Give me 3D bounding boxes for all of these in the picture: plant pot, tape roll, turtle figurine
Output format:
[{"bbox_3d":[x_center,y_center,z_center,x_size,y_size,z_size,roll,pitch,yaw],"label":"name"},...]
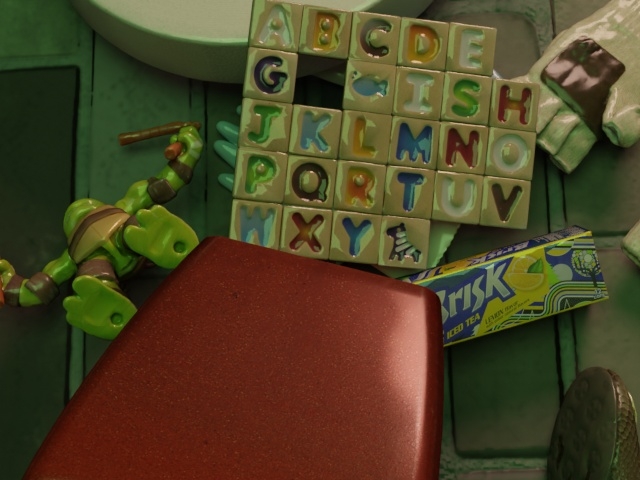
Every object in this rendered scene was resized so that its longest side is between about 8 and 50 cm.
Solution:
[{"bbox_3d":[-0.032,0.154,1.159,0.267,0.267,0.236,13,60,9],"label":"plant pot"},{"bbox_3d":[-0.056,-0.317,1.370,0.391,0.072,0.392,-2,65,5],"label":"tape roll"},{"bbox_3d":[-0.177,0.013,1.261,0.269,0.217,0.087,-35,112,-7],"label":"turtle figurine"}]

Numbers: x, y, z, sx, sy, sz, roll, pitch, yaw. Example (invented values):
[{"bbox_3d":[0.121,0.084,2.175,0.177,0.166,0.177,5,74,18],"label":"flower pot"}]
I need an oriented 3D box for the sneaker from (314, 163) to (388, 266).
[{"bbox_3d":[0.000,0.000,1.291,0.166,0.065,0.076,-36,95,3],"label":"sneaker"}]

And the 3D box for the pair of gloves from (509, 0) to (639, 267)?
[{"bbox_3d":[0.286,-0.095,1.304,0.204,0.042,0.240,-39,78,-14],"label":"pair of gloves"}]

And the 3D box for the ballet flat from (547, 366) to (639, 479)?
[{"bbox_3d":[0.217,0.220,1.207,0.058,0.084,0.250,12,68,-26],"label":"ballet flat"}]

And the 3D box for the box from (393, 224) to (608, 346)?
[{"bbox_3d":[0.136,0.040,1.265,0.168,0.054,0.059,-16,95,-3],"label":"box"}]

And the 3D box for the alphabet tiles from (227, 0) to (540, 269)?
[{"bbox_3d":[0.053,-0.079,1.259,0.237,0.009,0.198,6,87,-8],"label":"alphabet tiles"}]

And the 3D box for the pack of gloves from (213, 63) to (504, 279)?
[{"bbox_3d":[0.036,-0.089,1.347,0.232,0.046,0.195,29,87,17],"label":"pack of gloves"}]
